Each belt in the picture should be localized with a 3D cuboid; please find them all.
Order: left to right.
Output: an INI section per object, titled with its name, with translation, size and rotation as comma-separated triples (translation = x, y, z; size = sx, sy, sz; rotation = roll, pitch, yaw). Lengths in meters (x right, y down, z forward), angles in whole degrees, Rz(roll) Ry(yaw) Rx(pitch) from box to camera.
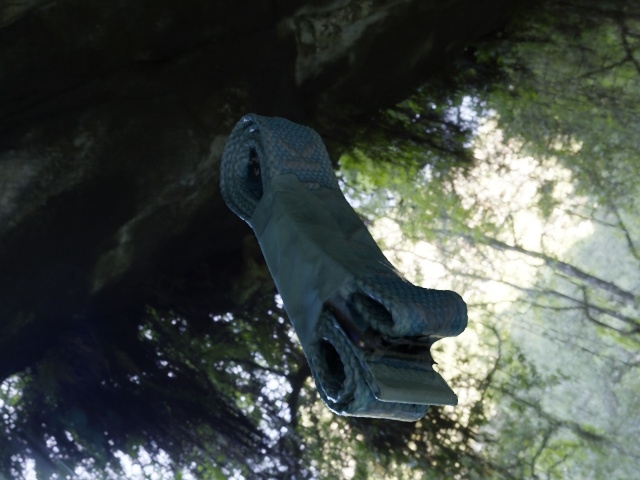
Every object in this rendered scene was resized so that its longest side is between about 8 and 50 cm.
[belt]
translation = 0.000, 0.000, 0.462
size = 0.072, 0.302, 0.087
rotation = 18, -65, -35
